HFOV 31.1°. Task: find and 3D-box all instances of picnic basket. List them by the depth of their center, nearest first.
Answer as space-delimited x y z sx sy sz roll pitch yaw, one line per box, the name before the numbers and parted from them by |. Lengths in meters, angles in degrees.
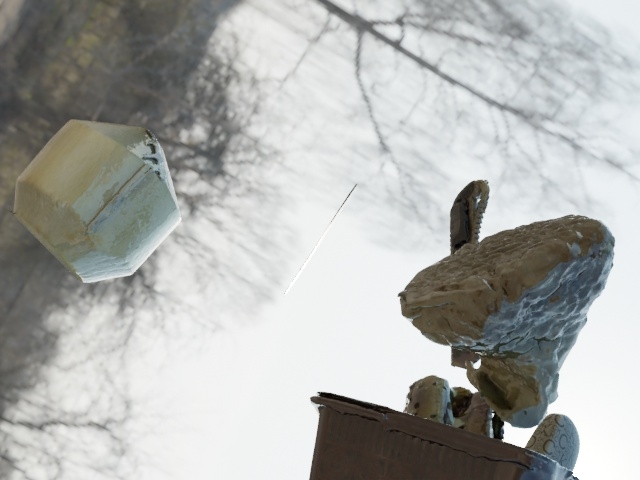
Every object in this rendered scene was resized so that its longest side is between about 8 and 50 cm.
picnic basket | 0.120 0.274 1.252 0.297 0.222 0.129 11 -105 33

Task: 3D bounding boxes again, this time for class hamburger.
hamburger | 0.224 0.416 2.015 0.276 0.195 0.318 -74 169 -47

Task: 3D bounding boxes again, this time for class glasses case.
glasses case | 0.491 0.548 2.599 0.085 0.137 0.354 -1 -137 45

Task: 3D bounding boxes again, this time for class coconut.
coconut | -0.416 -0.086 2.197 0.323 0.323 0.323 -56 -168 19

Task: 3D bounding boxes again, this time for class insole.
insole | -0.001 0.000 1.565 0.080 0.003 0.232 -54 178 -47

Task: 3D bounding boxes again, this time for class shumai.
shumai | 0.305 0.123 1.647 0.314 0.262 0.267 -25 -169 16

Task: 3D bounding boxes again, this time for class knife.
knife | 0.245 0.049 1.933 0.089 0.043 0.365 -37 -141 49
